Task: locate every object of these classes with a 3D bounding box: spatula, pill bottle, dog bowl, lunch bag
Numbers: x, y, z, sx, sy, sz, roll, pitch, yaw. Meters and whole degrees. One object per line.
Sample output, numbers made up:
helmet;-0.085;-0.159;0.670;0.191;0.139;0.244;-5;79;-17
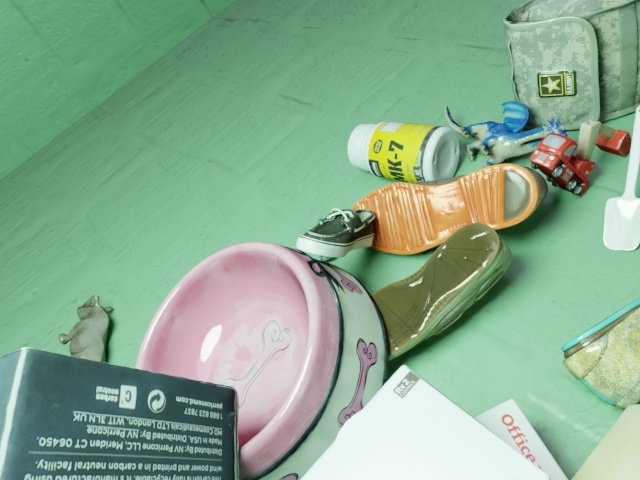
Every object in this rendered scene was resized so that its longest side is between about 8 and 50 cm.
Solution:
spatula;0.527;-0.097;0.740;0.168;0.019;0.242;7;82;41
pill bottle;0.166;-0.182;1.025;0.208;0.119;0.119;17;60;40
dog bowl;-0.111;0.181;0.759;0.408;0.150;0.408;-17;54;25
lunch bag;0.486;-0.339;0.903;0.287;0.235;0.169;-20;41;12

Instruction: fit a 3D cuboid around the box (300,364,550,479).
box;0.103;0.261;0.500;0.181;0.119;0.182;-45;44;-13

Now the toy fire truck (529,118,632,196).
toy fire truck;0.434;-0.148;0.826;0.047;0.192;0.135;39;104;47

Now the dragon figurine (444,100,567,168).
dragon figurine;0.355;-0.209;0.962;0.144;0.085;0.289;-27;33;3

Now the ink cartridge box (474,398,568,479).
ink cartridge box;0.175;0.309;0.572;0.219;0.092;0.160;-29;42;3

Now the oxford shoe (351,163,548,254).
oxford shoe;0.218;-0.051;0.897;0.363;0.130;0.132;-7;3;39

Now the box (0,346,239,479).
box;-0.348;0.411;0.505;0.480;0.297;0.472;-21;59;25

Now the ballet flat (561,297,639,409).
ballet flat;0.466;0.084;0.620;0.348;0.123;0.123;-35;42;-5

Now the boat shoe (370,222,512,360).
boat shoe;0.166;0.101;0.776;0.302;0.098;0.109;-44;46;13

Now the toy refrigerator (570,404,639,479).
toy refrigerator;0.287;0.255;0.447;0.269;0.102;0.094;-21;-5;-37

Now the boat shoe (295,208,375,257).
boat shoe;0.030;-0.020;0.836;0.077;0.070;0.219;17;15;24

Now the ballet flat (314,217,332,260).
ballet flat;0.000;0.000;1.010;0.041;0.041;0.114;-24;42;8

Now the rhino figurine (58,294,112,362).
rhino figurine;-0.503;0.207;1.075;0.106;0.073;0.243;-28;41;9
